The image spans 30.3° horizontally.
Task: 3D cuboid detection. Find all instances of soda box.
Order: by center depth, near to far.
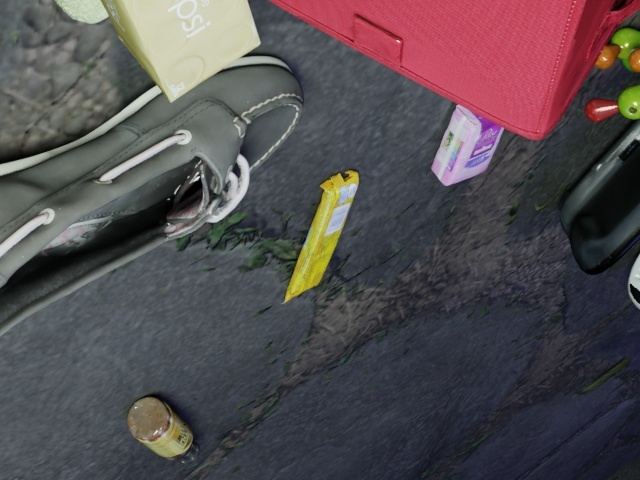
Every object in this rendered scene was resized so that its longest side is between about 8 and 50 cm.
[{"bbox_3d":[-0.084,-0.149,0.560,0.061,0.058,0.181,-35,151,-10],"label":"soda box"}]

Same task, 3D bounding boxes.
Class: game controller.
[{"bbox_3d":[0.367,-0.102,1.209,0.067,0.166,0.319,32,113,-18],"label":"game controller"}]

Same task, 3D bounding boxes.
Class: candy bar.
[{"bbox_3d":[0.000,0.000,1.017,0.040,0.018,0.161,-25,151,-34],"label":"candy bar"}]

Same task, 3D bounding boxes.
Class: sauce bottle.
[{"bbox_3d":[-0.141,0.180,1.098,0.042,0.042,0.128,-37,156,-5],"label":"sauce bottle"}]

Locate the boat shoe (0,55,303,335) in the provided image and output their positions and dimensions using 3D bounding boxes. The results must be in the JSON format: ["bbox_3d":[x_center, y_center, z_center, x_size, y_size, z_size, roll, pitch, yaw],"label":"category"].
[{"bbox_3d":[-0.124,-0.016,0.717,0.335,0.095,0.112,-27,154,-35],"label":"boat shoe"}]

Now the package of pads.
[{"bbox_3d":[0.132,-0.089,1.033,0.050,0.032,0.083,-26,151,-31],"label":"package of pads"}]

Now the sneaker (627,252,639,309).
[{"bbox_3d":[0.572,0.036,1.695,0.322,0.130,0.236,-40,151,-10],"label":"sneaker"}]

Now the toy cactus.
[{"bbox_3d":[0.349,-0.166,1.060,0.219,0.112,0.180,-30,-166,-39],"label":"toy cactus"}]

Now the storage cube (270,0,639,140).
[{"bbox_3d":[0.075,-0.199,0.534,0.184,0.215,0.193,-53,165,-21],"label":"storage cube"}]

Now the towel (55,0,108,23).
[{"bbox_3d":[-0.096,-0.180,0.592,0.148,0.027,0.110,-43,153,7],"label":"towel"}]
